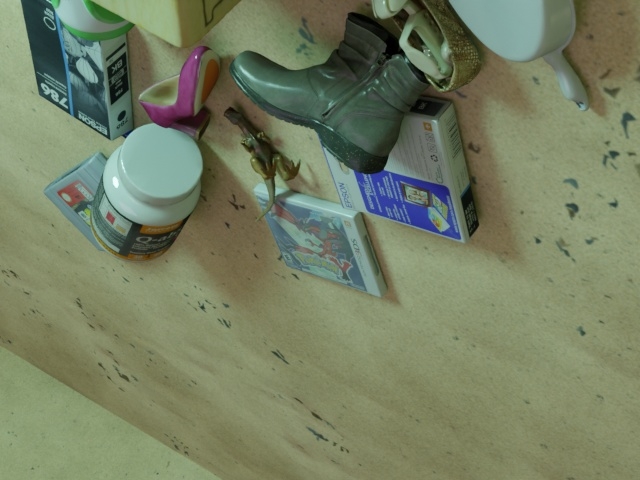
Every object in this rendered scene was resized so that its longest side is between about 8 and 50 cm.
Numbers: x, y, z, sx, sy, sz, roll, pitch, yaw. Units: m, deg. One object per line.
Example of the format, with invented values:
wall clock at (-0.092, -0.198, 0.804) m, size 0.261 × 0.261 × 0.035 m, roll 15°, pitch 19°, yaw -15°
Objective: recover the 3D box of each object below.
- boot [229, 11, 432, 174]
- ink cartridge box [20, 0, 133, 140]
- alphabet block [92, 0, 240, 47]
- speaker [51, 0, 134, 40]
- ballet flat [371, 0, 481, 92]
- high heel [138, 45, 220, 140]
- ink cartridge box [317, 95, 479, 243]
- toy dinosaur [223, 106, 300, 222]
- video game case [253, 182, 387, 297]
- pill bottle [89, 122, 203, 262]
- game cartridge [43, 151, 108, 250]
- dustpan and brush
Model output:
boot at (0.015, -0.206, 1.164) m, size 0.247 × 0.083 × 0.161 m, roll 35°, pitch 121°, yaw 17°
ink cartridge box at (-0.387, -0.275, 1.568) m, size 0.165 × 0.065 × 0.332 m, roll 32°, pitch 152°, yaw 12°
alphabet block at (-0.166, -0.364, 1.046) m, size 0.192 × 0.193 × 0.197 m, roll 31°, pitch 151°, yaw 18°
speaker at (-0.297, -0.395, 1.222) m, size 0.131 × 0.131 × 0.296 m, roll 31°, pitch 151°, yaw 15°
ballet flat at (0.098, -0.243, 1.037) m, size 0.206 × 0.067 × 0.073 m, roll 49°, pitch 150°, yaw -16°
high heel at (-0.213, -0.230, 1.410) m, size 0.117 × 0.082 × 0.244 m, roll 28°, pitch 164°, yaw 0°
ink cartridge box at (0.094, -0.104, 1.261) m, size 0.208 × 0.045 × 0.206 m, roll 17°, pitch 143°, yaw 35°
toy dinosaur at (-0.081, -0.111, 1.461) m, size 0.112 × 0.064 × 0.211 m, roll 32°, pitch 147°, yaw 53°
video game case at (0.000, 0.000, 1.545) m, size 0.201 × 0.023 × 0.183 m, roll 17°, pitch 144°, yaw 35°
pill bottle at (-0.292, -0.078, 1.633) m, size 0.162 × 0.162 × 0.278 m, roll 41°, pitch 152°, yaw -2°
game cartridge at (-0.431, -0.065, 1.930) m, size 0.196 × 0.060 × 0.294 m, roll 45°, pitch 151°, yaw -18°
dustpan and brush at (0.214, -0.208, 0.977) m, size 0.147 × 0.060 × 0.211 m, roll 11°, pitch 136°, yaw 58°
